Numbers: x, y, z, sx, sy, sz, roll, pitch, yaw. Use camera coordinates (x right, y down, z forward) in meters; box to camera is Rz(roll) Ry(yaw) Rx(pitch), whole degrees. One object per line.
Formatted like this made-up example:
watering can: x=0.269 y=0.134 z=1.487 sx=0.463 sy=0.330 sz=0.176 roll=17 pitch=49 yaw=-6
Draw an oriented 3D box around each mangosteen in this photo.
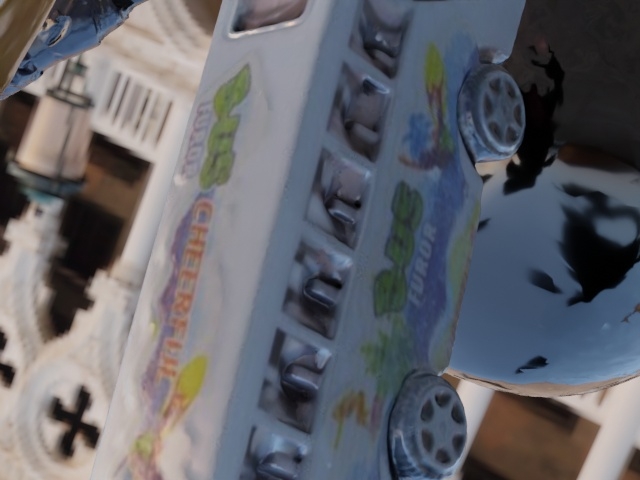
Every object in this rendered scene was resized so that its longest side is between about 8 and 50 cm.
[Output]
mangosteen: x=0.192 y=-0.080 z=1.111 sx=0.435 sy=0.382 sz=0.382 roll=-3 pitch=-155 yaw=-30

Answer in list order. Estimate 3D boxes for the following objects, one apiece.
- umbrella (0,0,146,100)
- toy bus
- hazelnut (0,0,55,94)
umbrella: x=-0.186 y=-0.156 z=1.110 sx=0.071 sy=0.248 sz=0.071 roll=-24 pitch=-90 yaw=-83
toy bus: x=0.000 y=0.000 z=0.685 sx=0.109 sy=0.330 sz=0.136 roll=-8 pitch=150 yaw=41
hazelnut: x=-0.140 y=-0.114 z=0.394 sx=0.182 sy=0.182 sz=0.182 roll=20 pitch=-167 yaw=-5
